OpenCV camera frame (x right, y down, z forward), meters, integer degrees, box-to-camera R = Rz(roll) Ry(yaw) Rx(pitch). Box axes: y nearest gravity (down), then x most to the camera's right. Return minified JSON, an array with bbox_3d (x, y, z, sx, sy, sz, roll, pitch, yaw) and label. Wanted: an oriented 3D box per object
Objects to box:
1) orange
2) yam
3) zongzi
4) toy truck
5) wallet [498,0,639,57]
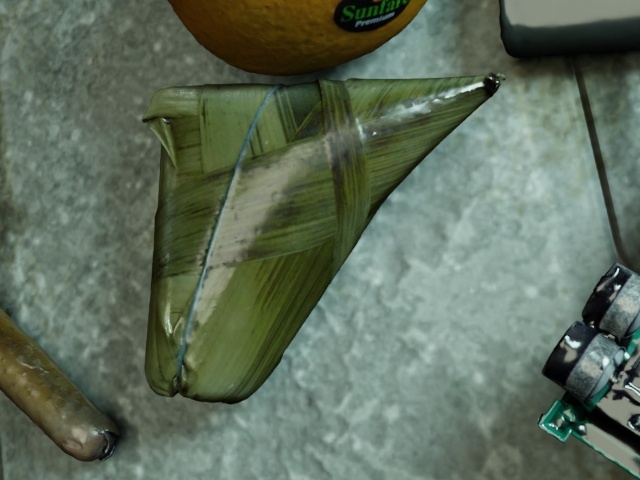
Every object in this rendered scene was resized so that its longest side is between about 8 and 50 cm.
[{"bbox_3d":[-0.014,-0.205,0.573,0.206,0.206,0.206,-3,81,20],"label":"orange"},{"bbox_3d":[-0.255,0.084,0.696,0.264,0.046,0.046,37,95,22],"label":"yam"},{"bbox_3d":[0.000,0.000,0.581,0.242,0.112,0.221,0,80,19],"label":"zongzi"},{"bbox_3d":[0.218,0.041,0.497,0.110,0.116,0.216,33,87,20],"label":"toy truck"},{"bbox_3d":[0.313,-0.232,0.527,0.406,0.062,0.228,0,82,20],"label":"wallet"}]
